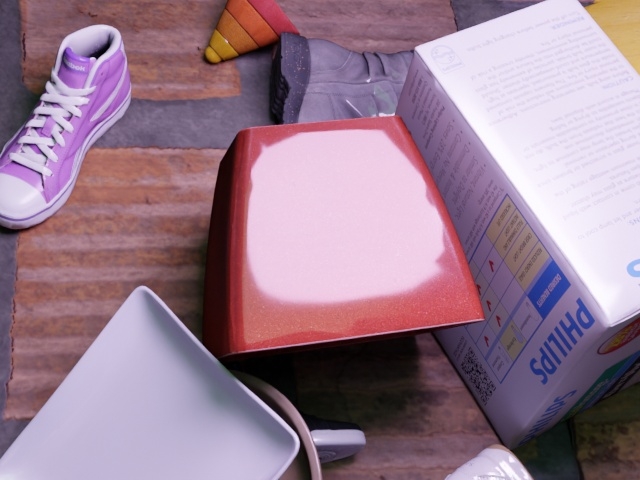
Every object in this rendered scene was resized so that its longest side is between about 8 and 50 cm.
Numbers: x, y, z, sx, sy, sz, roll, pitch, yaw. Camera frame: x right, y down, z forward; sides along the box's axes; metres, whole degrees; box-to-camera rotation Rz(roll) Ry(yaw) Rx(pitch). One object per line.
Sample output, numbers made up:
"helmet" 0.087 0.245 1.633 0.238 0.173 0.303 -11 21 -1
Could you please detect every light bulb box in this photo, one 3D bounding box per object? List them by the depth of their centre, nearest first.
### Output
"light bulb box" 0.251 -0.013 1.282 0.225 0.358 0.361 -23 66 -20

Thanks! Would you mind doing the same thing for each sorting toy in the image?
"sorting toy" -0.185 -0.380 1.608 0.126 0.127 0.365 -42 67 3

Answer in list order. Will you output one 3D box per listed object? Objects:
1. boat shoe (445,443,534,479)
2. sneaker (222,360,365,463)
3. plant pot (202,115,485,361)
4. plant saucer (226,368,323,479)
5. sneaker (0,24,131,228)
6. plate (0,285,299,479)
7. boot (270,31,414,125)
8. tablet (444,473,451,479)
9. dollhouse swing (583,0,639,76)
"boat shoe" 0.233 0.356 1.213 0.096 0.098 0.277 -26 58 -21
"sneaker" -0.061 0.191 1.271 0.217 0.079 0.121 -3 61 -9
"plant pot" 0.000 0.000 1.247 0.267 0.267 0.235 -6 83 -13
"plant saucer" -0.116 0.272 1.162 0.278 0.041 0.277 -9 69 25
"sneaker" -0.332 -0.156 1.395 0.102 0.161 0.282 24 59 4
"plate" -0.183 0.232 1.162 0.278 0.045 0.277 40 92 32
"boot" 0.049 -0.134 1.473 0.223 0.118 0.338 7 62 -11
"tablet" 0.145 0.312 1.274 0.054 0.006 0.083 37 61 13
"dollhouse swing" 0.452 -0.137 1.565 0.347 0.305 0.315 -42 32 -27
